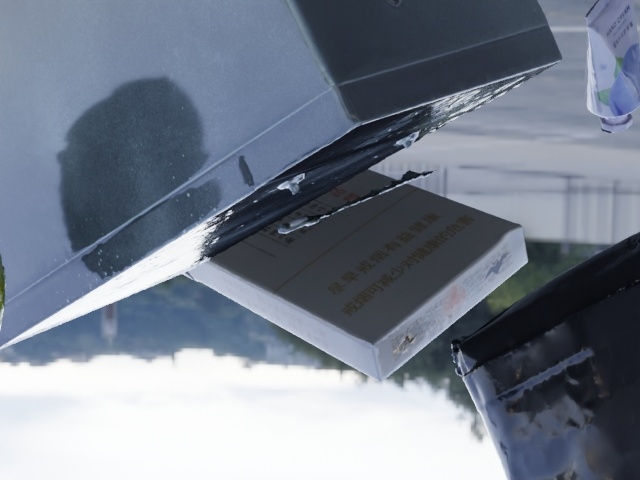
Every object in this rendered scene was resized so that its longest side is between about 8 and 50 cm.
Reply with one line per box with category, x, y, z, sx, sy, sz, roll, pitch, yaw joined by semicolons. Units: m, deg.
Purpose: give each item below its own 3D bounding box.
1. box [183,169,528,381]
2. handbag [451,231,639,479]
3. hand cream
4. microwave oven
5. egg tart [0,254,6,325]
box;0.000;0.001;1.180;0.204;0.051;0.365;-36;-141;-27
handbag;0.208;0.116;0.768;0.080;0.223;0.247;-5;157;-48
hand cream;0.259;-0.158;1.050;0.053;0.142;0.084;18;-129;31
microwave oven;-0.116;-0.159;0.854;0.432;0.375;0.236;-27;179;43
egg tart;-0.276;0.025;0.763;0.197;0.197;0.078;2;-155;24
